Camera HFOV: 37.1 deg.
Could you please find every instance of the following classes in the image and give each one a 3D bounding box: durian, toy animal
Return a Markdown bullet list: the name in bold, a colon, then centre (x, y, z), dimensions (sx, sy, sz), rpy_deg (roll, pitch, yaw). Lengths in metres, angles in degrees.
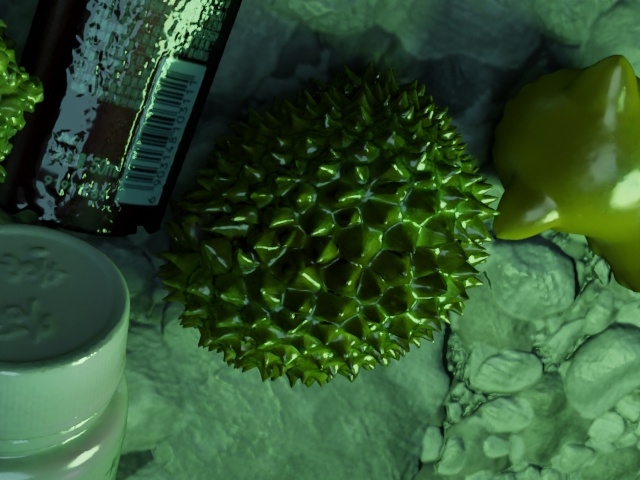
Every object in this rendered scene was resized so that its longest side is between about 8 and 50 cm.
- **durian**: centre (0.003, -0.002, 0.652), dimensions (0.237, 0.176, 0.200), rpy_deg (-39, 99, 13)
- **toy animal**: centre (0.237, -0.039, 0.723), dimensions (0.230, 0.156, 0.156), rpy_deg (22, 103, -27)

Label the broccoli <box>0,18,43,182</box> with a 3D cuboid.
- **broccoli**: centre (-0.250, -0.114, 0.505), dimensions (0.180, 0.242, 0.272), rpy_deg (-24, 126, -31)

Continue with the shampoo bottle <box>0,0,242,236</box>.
- **shampoo bottle**: centre (-0.106, -0.163, 0.592), dimensions (0.129, 0.084, 0.323), rpy_deg (9, 109, -38)

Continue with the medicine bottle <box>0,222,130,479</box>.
- **medicine bottle**: centre (-0.201, 0.125, 0.611), dimensions (0.152, 0.152, 0.254), rpy_deg (5, 129, -19)
